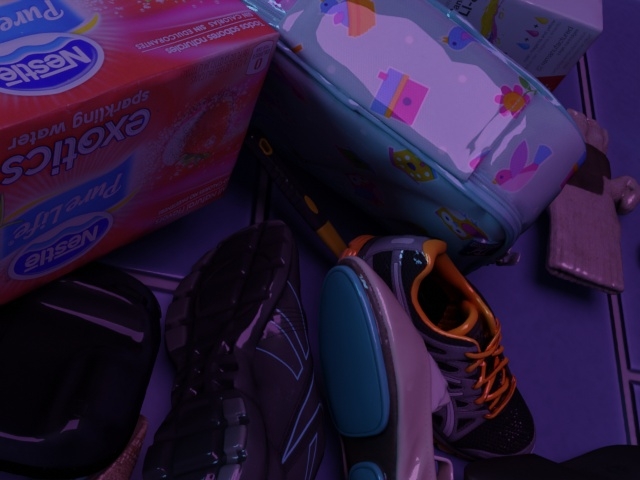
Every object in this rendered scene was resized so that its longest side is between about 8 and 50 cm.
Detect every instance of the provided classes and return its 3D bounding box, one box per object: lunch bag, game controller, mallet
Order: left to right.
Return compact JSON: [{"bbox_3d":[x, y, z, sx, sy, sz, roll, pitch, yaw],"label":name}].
[{"bbox_3d":[-0.260,0.046,0.521,0.319,0.067,0.166,15,43,-7],"label":"game controller"},{"bbox_3d":[0.000,0.000,0.653,0.190,0.039,0.062,46,55,-17],"label":"mallet"},{"bbox_3d":[0.049,-0.087,0.650,0.279,0.224,0.108,39,76,4],"label":"lunch bag"}]

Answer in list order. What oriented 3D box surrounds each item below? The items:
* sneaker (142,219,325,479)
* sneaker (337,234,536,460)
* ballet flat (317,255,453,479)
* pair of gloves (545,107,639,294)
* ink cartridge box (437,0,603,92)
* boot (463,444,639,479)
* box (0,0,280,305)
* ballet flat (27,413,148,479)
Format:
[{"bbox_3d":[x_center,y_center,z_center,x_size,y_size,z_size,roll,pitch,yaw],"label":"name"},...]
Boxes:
[{"bbox_3d":[-0.050,0.099,0.590,0.106,0.101,0.267,52,31,-35],"label":"sneaker"},{"bbox_3d":[0.098,0.083,0.625,0.215,0.083,0.084,51,54,-16],"label":"sneaker"},{"bbox_3d":[0.051,0.133,0.573,0.086,0.086,0.249,-3,86,-22],"label":"ballet flat"},{"bbox_3d":[0.301,-0.023,0.813,0.240,0.042,0.204,13,54,-16],"label":"pair of gloves"},{"bbox_3d":[0.159,-0.230,0.826,0.176,0.128,0.127,17,57,-9],"label":"ink cartridge box"},{"bbox_3d":[0.232,0.218,0.632,0.305,0.112,0.115,3,91,-25],"label":"boot"},{"bbox_3d":[-0.188,-0.066,0.503,0.142,0.154,0.300,43,46,18],"label":"box"},{"bbox_3d":[-0.172,0.187,0.507,0.206,0.073,0.067,-40,107,-31],"label":"ballet flat"}]
